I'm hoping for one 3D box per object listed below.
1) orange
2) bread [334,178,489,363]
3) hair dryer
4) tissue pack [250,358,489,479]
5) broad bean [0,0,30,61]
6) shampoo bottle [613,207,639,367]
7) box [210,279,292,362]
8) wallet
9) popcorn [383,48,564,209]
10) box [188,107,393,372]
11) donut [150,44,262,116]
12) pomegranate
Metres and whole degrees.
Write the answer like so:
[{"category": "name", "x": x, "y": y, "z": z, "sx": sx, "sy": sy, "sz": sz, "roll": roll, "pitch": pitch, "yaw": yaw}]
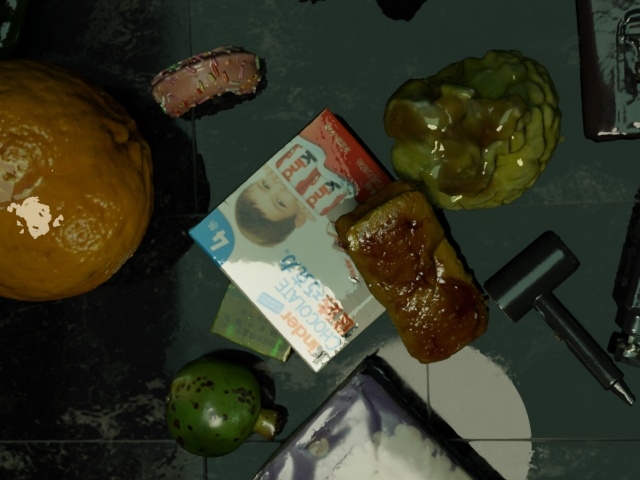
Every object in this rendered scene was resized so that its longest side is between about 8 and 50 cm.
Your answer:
[{"category": "orange", "x": -0.381, "y": -0.088, "z": 1.649, "sx": 0.293, "sy": 0.340, "sz": 0.341, "roll": -30, "pitch": 87, "yaw": 6}, {"category": "bread", "x": 0.133, "y": 0.046, "z": 1.641, "sx": 0.139, "sy": 0.077, "sz": 0.271, "roll": -31, "pitch": 122, "yaw": -1}, {"category": "hair dryer", "x": 0.353, "y": 0.114, "z": 1.660, "sx": 0.128, "sy": 0.070, "sz": 0.255, "roll": -43, "pitch": 72, "yaw": 6}, {"category": "tissue pack", "x": 0.102, "y": 0.370, "z": 1.697, "sx": 0.343, "sy": 0.125, "sz": 0.242, "roll": 44, "pitch": 96, "yaw": 3}, {"category": "broad bean", "x": -0.521, "y": -0.299, "z": 1.807, "sx": 0.292, "sy": 0.049, "sz": 0.144, "roll": -37, "pitch": 85, "yaw": 8}, {"category": "shampoo bottle", "x": 0.452, "y": 0.018, "z": 1.649, "sx": 0.071, "sy": 0.098, "sz": 0.310, "roll": 15, "pitch": 94, "yaw": 3}, {"category": "box", "x": -0.069, "y": 0.065, "z": 1.761, "sx": 0.121, "sy": 0.030, "sz": 0.193, "roll": 22, "pitch": 95, "yaw": 7}, {"category": "wallet", "x": 0.448, "y": -0.257, "z": 1.669, "sx": 0.182, "sy": 0.049, "sz": 0.229, "roll": -5, "pitch": 89, "yaw": 11}, {"category": "popcorn", "x": 0.203, "y": -0.147, "z": 1.608, "sx": 0.236, "sy": 0.251, "sz": 0.206, "roll": -6, "pitch": 85, "yaw": 5}, {"category": "box", "x": 0.000, "y": 0.000, "z": 1.707, "sx": 0.265, "sy": 0.048, "sz": 0.273, "roll": -43, "pitch": 97, "yaw": 2}, {"category": "donut", "x": -0.166, "y": -0.226, "z": 1.725, "sx": 0.166, "sy": 0.117, "sz": 0.065, "roll": -22, "pitch": 84, "yaw": 9}, {"category": "pomegranate", "x": -0.142, "y": 0.244, "z": 1.730, "sx": 0.169, "sy": 0.122, "sz": 0.143, "roll": 25, "pitch": 92, "yaw": 8}]
